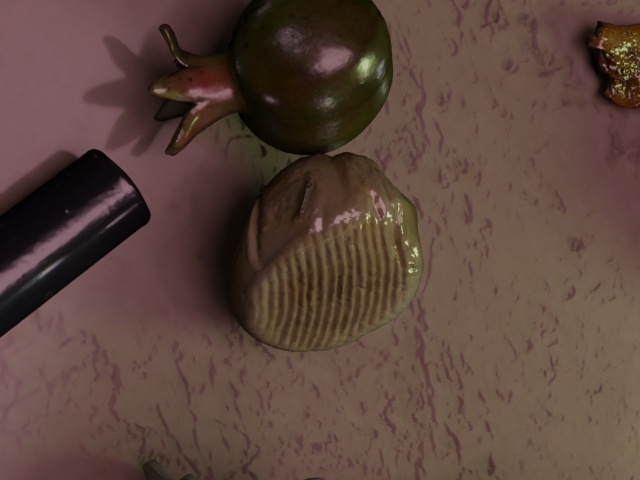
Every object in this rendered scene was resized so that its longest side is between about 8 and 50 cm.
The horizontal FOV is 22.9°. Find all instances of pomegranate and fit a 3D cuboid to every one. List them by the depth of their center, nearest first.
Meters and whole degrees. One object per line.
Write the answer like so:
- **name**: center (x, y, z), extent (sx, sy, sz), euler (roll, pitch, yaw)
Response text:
- **pomegranate**: center (-0.039, -0.130, 1.219), extent (0.191, 0.152, 0.131), euler (-18, 65, -4)

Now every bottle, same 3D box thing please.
- **bottle**: center (-0.240, 0.028, 1.154), extent (0.244, 0.072, 0.082), euler (-41, 74, -21)

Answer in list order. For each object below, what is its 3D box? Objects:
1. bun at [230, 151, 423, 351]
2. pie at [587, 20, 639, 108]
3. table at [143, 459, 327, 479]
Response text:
- **bun**: center (0.000, 0.000, 1.245), extent (0.167, 0.113, 0.173), euler (9, 131, -35)
- **pie**: center (0.310, -0.164, 1.459), extent (0.170, 0.034, 0.092), euler (-4, 92, -34)
- **table**: center (-0.063, 0.244, 1.185), extent (0.167, 0.198, 0.166), euler (-1, 92, -28)
